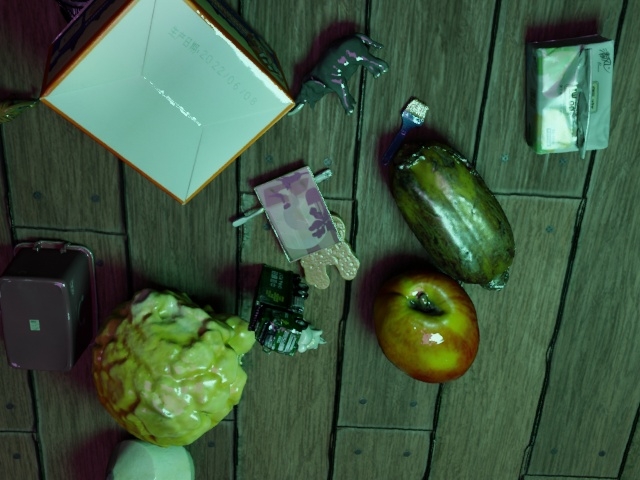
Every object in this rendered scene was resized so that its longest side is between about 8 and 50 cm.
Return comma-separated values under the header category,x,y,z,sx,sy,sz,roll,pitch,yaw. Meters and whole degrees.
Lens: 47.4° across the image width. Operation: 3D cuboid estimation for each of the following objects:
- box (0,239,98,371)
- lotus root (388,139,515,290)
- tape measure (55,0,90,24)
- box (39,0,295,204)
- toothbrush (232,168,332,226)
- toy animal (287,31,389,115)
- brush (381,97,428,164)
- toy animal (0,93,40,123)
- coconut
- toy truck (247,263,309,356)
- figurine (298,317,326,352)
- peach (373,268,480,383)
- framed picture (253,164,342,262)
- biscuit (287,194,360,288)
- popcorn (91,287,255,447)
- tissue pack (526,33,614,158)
category,x,y,z,sx,sy,sz,roll,pitch,yaw
box,-0.643,0.161,1.713,0.193,0.167,0.294,4,114,0
lotus root,0.297,-0.050,1.609,0.195,0.179,0.398,-32,110,15
tape measure,-0.475,-0.533,1.436,0.186,0.112,0.199,-40,109,14
box,-0.289,-0.321,1.395,0.318,0.257,0.348,-41,126,15
toothbrush,-0.089,-0.096,1.673,0.262,0.026,0.022,-27,118,11
toy animal,0.026,-0.327,1.543,0.269,0.082,0.137,-39,105,20
brush,0.181,-0.237,1.617,0.051,0.014,0.164,28,112,-10
toy animal,-0.703,-0.264,1.559,0.241,0.099,0.057,-17,113,8
coconut,-0.453,0.614,1.875,0.241,0.241,0.241,0,114,0
toy truck,-0.094,0.156,1.658,0.121,0.259,0.088,17,113,-8
figurine,-0.035,0.220,1.783,0.081,0.146,0.098,-14,82,20
peach,0.243,0.201,1.695,0.281,0.281,0.238,46,68,-18
framed picture,-0.050,-0.058,1.666,0.135,0.010,0.201,-22,109,7
biscuit,-0.004,0.000,1.710,0.143,0.040,0.237,-22,108,2
popcorn,-0.357,0.292,1.675,0.390,0.354,0.344,-40,117,19
tissue pack,0.522,-0.296,1.518,0.159,0.145,0.230,-5,114,3
